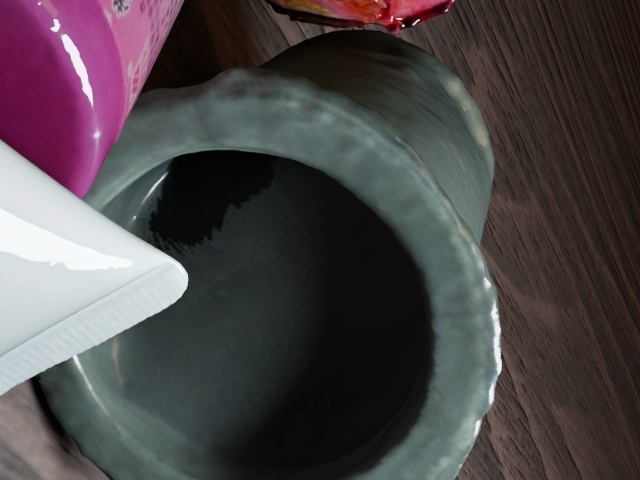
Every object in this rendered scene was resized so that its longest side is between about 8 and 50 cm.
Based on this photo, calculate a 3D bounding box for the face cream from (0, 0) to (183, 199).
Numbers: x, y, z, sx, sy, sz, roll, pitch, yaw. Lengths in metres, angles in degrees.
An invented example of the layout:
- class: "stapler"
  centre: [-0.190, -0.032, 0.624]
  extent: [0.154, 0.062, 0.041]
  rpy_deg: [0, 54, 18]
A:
- class: "face cream"
  centre: [-0.136, -0.120, 0.515]
  extent: [0.195, 0.175, 0.175]
  rpy_deg: [-73, 149, -41]

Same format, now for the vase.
- class: "vase"
  centre: [0.000, 0.000, 0.763]
  extent: [0.291, 0.245, 0.245]
  rpy_deg: [-51, 131, -67]

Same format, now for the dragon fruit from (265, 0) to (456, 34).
- class: "dragon fruit"
  centre: [0.009, -0.232, 0.802]
  extent: [0.163, 0.262, 0.189]
  rpy_deg: [-56, 136, -42]

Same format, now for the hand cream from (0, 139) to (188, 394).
- class: "hand cream"
  centre: [-0.201, -0.029, 0.377]
  extent: [0.358, 0.185, 0.118]
  rpy_deg: [50, 11, -46]
